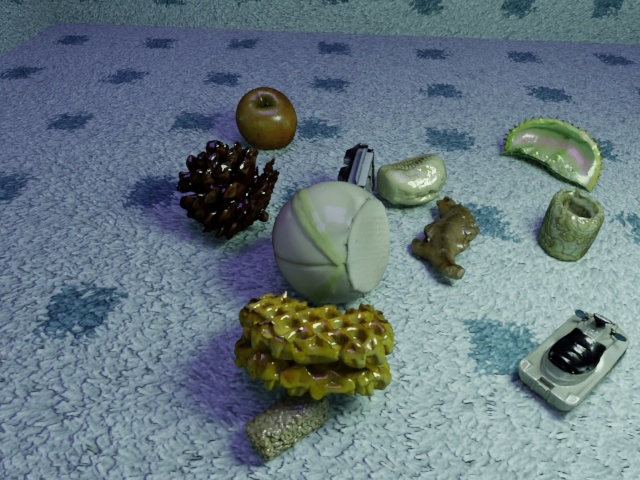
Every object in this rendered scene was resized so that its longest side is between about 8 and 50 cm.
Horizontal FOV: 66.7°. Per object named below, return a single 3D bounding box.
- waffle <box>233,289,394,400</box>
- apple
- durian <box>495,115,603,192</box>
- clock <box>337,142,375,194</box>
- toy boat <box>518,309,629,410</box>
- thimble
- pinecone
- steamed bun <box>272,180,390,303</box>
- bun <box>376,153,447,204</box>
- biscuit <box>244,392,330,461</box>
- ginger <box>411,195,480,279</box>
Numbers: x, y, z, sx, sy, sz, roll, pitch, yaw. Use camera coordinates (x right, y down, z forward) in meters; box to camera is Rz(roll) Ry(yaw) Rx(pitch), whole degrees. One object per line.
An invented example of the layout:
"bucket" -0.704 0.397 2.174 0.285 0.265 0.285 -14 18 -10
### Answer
"waffle" -0.015 0.201 0.981 0.324 0.151 0.261 5 7 9
"apple" -0.195 -0.439 1.782 0.237 0.207 0.237 -1 58 2
"durian" 0.805 -0.311 1.671 0.169 0.158 0.352 -39 57 -23
"clock" 0.108 -0.151 1.430 0.083 0.186 0.253 4 39 12
"toy boat" 0.546 0.229 1.025 0.269 0.141 0.141 -36 51 -18
"thimble" 0.691 -0.050 1.351 0.137 0.143 0.190 8 40 9
"pinecone" -0.262 -0.157 1.383 0.296 0.242 0.298 22 50 21
"steamed bun" 0.000 0.000 1.182 0.309 0.309 0.309 1 40 -1
"bun" 0.286 -0.183 1.515 0.229 0.145 0.229 -16 12 3
"biscuit" -0.060 0.340 0.923 0.168 0.070 0.082 -25 38 -27
"ginger" 0.350 -0.012 1.356 0.166 0.080 0.333 5 44 28
